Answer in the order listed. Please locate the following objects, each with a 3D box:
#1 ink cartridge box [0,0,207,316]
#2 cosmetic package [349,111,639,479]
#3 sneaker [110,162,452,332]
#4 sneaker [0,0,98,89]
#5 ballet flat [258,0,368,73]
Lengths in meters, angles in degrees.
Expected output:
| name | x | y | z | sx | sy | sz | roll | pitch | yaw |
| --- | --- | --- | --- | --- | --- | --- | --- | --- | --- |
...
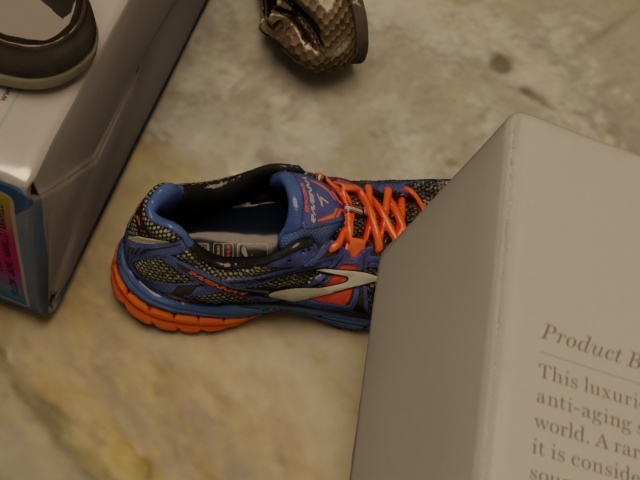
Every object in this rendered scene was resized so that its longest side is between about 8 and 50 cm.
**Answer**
| name | x | y | z | sx | sy | sz | roll | pitch | yaw |
| --- | --- | --- | --- | --- | --- | --- | --- | --- | --- |
| ink cartridge box | -0.279 | -0.157 | 0.979 | 0.396 | 0.151 | 0.270 | 20 | 59 | 5 |
| cosmetic package | 0.129 | 0.197 | 0.776 | 0.230 | 0.161 | 0.453 | 19 | 58 | -15 |
| sneaker | 0.000 | 0.000 | 0.951 | 0.221 | 0.087 | 0.083 | -8 | 62 | -9 |
| sneaker | -0.183 | -0.174 | 0.834 | 0.083 | 0.118 | 0.222 | -38 | 80 | -25 |
| ballet flat | -0.036 | -0.205 | 1.075 | 0.058 | 0.084 | 0.249 | -14 | 68 | -14 |
